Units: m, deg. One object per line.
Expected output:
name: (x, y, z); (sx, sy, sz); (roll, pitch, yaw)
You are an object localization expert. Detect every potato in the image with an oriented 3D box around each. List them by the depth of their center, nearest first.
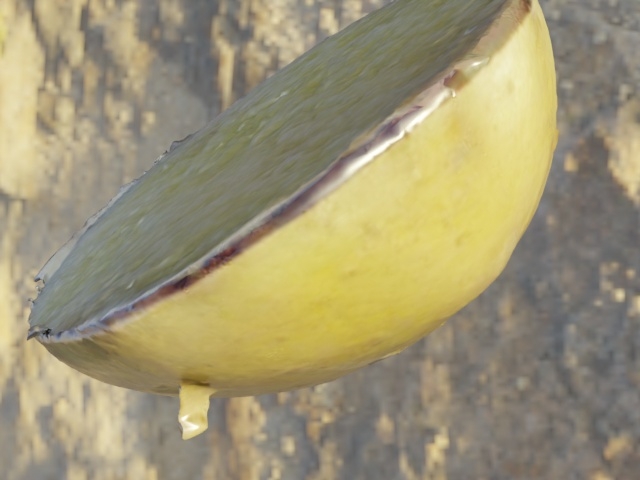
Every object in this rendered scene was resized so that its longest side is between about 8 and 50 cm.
potato: (0.000, 0.000, 0.695); (0.116, 0.239, 0.299); (58, 169, -10)
